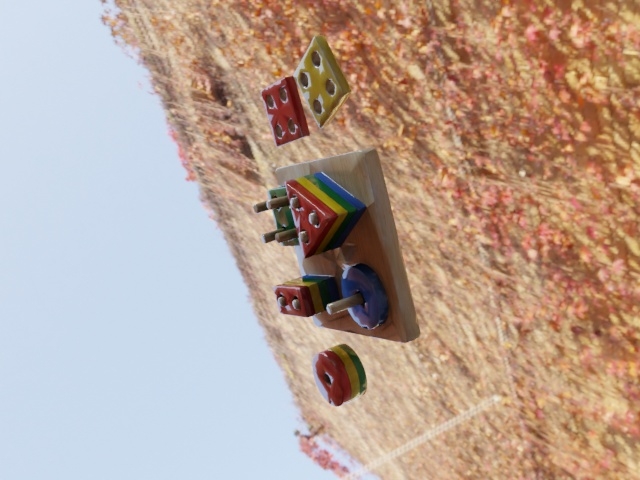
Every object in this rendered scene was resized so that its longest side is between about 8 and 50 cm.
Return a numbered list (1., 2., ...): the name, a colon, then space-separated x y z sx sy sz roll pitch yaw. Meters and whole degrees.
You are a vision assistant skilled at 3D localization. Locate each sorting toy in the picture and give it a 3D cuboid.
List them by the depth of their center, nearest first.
1. sorting toy: 0.000 0.000 0.531 0.046 0.132 0.274 -18 -82 -28
